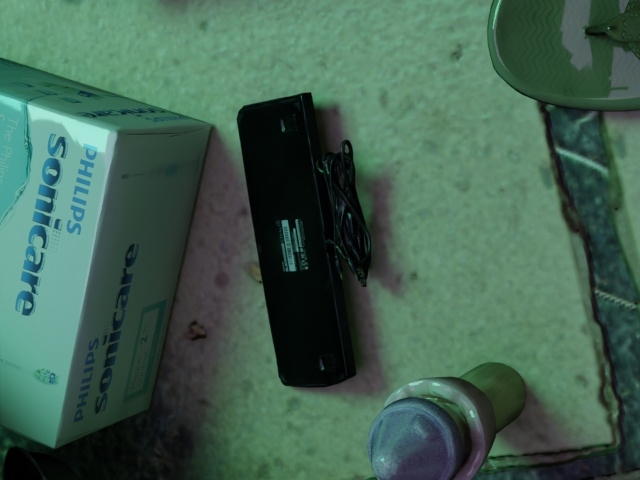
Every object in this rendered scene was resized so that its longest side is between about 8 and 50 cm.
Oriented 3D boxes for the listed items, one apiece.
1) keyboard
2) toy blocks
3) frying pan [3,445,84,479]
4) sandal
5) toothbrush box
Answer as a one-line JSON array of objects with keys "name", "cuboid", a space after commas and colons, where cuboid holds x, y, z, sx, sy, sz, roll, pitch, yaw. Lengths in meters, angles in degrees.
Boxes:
[{"name": "keyboard", "cuboid": [0.000, 0.000, 0.968, 0.100, 0.038, 0.192, -5, 96, 48]}, {"name": "toy blocks", "cuboid": [0.059, 0.269, 0.843, 0.288, 0.260, 0.309, -42, 79, 23]}, {"name": "frying pan", "cuboid": [-0.163, 0.187, 0.973, 0.197, 0.053, 0.326, 56, 148, 36]}, {"name": "sandal", "cuboid": [0.234, -0.131, 0.805, 0.303, 0.086, 0.120, 1, 97, 25]}, {"name": "toothbrush box", "cuboid": [-0.248, -0.016, 1.020, 0.296, 0.126, 0.216, 18, 104, 22]}]
